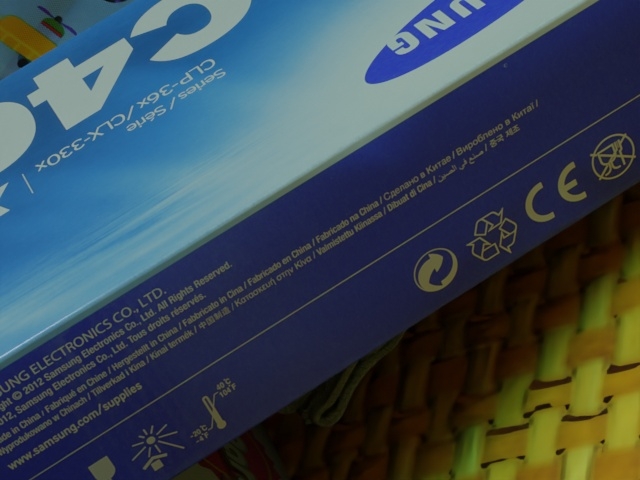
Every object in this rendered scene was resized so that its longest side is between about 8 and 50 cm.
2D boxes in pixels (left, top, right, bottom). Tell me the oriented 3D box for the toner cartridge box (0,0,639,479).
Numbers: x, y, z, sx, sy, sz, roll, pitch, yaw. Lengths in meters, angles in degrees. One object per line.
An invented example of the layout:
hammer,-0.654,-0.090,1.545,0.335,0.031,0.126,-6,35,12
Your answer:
toner cartridge box,-0.039,-0.019,0.520,0.347,0.075,0.165,-32,36,-7

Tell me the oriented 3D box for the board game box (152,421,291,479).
board game box,-0.135,0.179,0.575,0.303,0.097,0.224,-48,34,10

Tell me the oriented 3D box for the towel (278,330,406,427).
towel,0.000,0.000,0.617,0.110,0.027,0.148,-51,35,9

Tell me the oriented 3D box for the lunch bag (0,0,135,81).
lunch bag,-0.127,-0.181,0.866,0.221,0.138,0.293,-46,23,17
